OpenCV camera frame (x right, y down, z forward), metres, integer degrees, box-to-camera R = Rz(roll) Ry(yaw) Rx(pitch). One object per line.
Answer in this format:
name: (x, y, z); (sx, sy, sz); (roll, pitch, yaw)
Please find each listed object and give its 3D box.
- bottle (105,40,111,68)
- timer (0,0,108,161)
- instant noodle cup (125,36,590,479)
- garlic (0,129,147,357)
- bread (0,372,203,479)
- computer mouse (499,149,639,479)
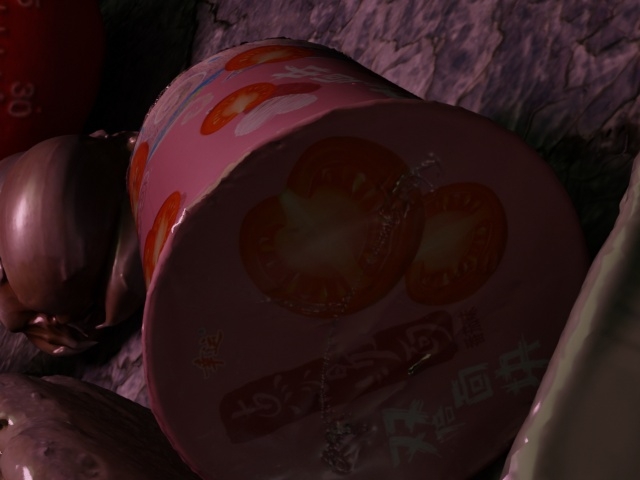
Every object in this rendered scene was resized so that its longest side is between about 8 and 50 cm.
bottle: (-0.276, -0.205, 1.451); (0.140, 0.053, 0.053); (17, 77, 57)
timer: (-0.377, -0.171, 1.297); (0.378, 0.279, 0.377); (-9, 80, 56)
instant noodle cup: (0.000, 0.000, 0.776); (0.243, 0.243, 0.231); (-51, 27, 9)
garlic: (-0.229, -0.004, 1.129); (0.214, 0.160, 0.191); (-9, 51, 45)
bread: (-0.148, 0.171, 0.864); (0.102, 0.183, 0.337); (-61, 31, 0)
computer mouse: (0.172, 0.054, 0.517); (0.146, 0.228, 0.428); (23, 79, 14)
